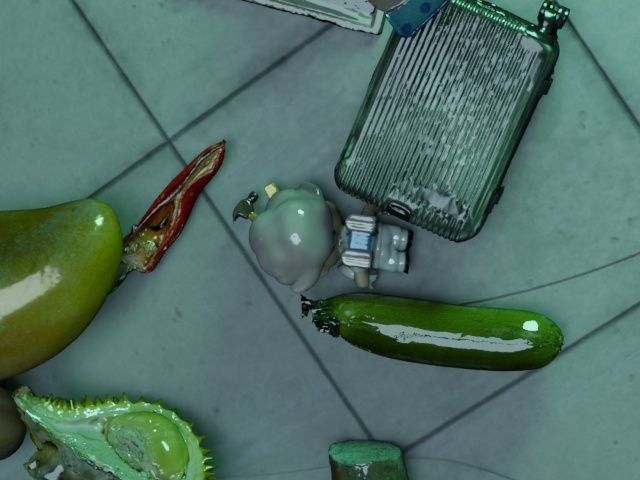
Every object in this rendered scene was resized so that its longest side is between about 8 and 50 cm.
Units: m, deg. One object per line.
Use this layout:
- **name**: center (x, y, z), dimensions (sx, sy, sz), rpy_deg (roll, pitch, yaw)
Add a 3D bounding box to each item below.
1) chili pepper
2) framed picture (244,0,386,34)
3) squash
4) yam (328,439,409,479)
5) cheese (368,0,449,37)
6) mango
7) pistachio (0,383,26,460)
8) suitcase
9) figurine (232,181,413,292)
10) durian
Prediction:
- **chili pepper**: center (-0.201, -0.029, 1.876), dimensions (0.059, 0.050, 0.268), rpy_deg (33, 104, -17)
- **framed picture**: center (-0.026, -0.376, 1.801), dimensions (0.265, 0.018, 0.192), rpy_deg (16, 103, 9)
- **squash**: center (0.134, 0.112, 1.812), dimensions (0.331, 0.087, 0.087), rpy_deg (7, 101, 7)
- **yam**: center (0.075, 0.385, 1.860), dimensions (0.106, 0.106, 0.259), rpy_deg (-7, 98, 13)
- **cheese**: center (0.055, -0.356, 1.702), dimensions (0.189, 0.074, 0.286), rpy_deg (-43, 62, 17)
- **mango**: center (-0.415, 0.064, 1.856), dimensions (0.384, 0.199, 0.221), rpy_deg (-27, 54, 10)
- **pistachio**: center (-0.491, 0.231, 1.936), dimensions (0.226, 0.136, 0.136), rpy_deg (8, 101, 15)
- **suitcase**: center (0.154, -0.164, 1.740), dimensions (0.202, 0.128, 0.312), rpy_deg (25, 104, 9)
- **figurine**: center (0.000, 0.000, 1.814), dimensions (0.229, 0.112, 0.137), rpy_deg (8, 96, 0)
- **durian**: center (-0.266, 0.287, 1.882), dimensions (0.306, 0.166, 0.172), rpy_deg (32, 106, 6)
